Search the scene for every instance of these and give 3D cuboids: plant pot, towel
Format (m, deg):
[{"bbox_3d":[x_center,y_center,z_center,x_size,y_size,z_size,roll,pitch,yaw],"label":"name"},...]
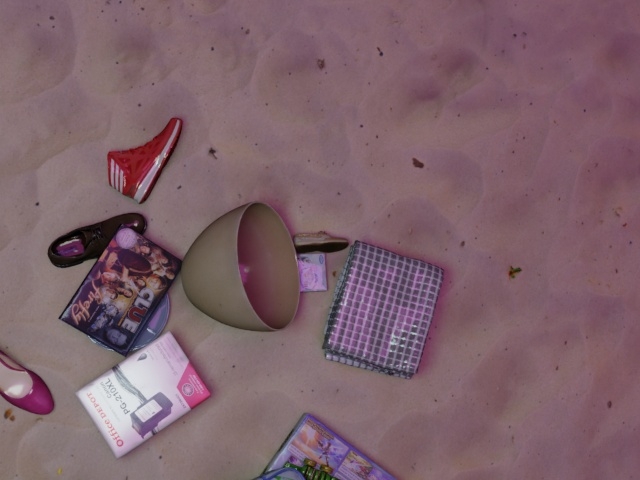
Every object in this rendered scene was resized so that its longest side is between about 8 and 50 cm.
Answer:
[{"bbox_3d":[-0.191,0.071,1.745,0.191,0.284,0.284,-12,81,23],"label":"plant pot"},{"bbox_3d":[0.145,0.165,1.847,0.235,0.121,0.283,18,77,-7],"label":"towel"}]

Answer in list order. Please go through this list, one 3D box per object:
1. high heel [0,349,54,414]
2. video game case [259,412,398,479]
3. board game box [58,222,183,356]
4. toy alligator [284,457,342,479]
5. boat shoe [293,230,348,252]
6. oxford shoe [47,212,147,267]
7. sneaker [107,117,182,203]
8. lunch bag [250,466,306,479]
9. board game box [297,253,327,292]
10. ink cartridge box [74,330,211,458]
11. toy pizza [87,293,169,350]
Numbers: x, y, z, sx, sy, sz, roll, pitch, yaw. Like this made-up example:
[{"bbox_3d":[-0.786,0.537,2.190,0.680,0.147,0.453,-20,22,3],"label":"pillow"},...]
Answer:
[{"bbox_3d":[-0.662,0.280,1.666,0.082,0.117,0.244,-44,90,-15],"label":"high heel"},{"bbox_3d":[0.002,0.564,1.778,0.270,0.061,0.244,38,76,-3],"label":"video game case"},{"bbox_3d":[-0.430,0.108,1.729,0.165,0.042,0.243,34,76,-17],"label":"board game box"},{"bbox_3d":[0.013,0.522,1.729,0.190,0.051,0.056,23,77,-7],"label":"toy alligator"},{"bbox_3d":[0.000,0.000,1.883,0.136,0.050,0.045,0,57,-18],"label":"boat shoe"},{"bbox_3d":[-0.492,-0.003,1.762,0.227,0.096,0.082,-26,84,-16],"label":"oxford shoe"},{"bbox_3d":[-0.412,-0.206,1.819,0.128,0.087,0.221,27,75,-7],"label":"sneaker"},{"bbox_3d":[-0.102,0.630,1.631,0.243,0.115,0.303,-23,84,-31],"label":"lunch bag"},{"bbox_3d":[-0.032,0.077,1.878,0.090,0.020,0.090,-2,80,-11],"label":"board game box"},{"bbox_3d":[-0.383,0.333,1.721,0.237,0.100,0.172,-33,87,-15],"label":"ink cartridge box"},{"bbox_3d":[-0.440,0.148,1.778,0.201,0.032,0.201,2,81,-10],"label":"toy pizza"}]
